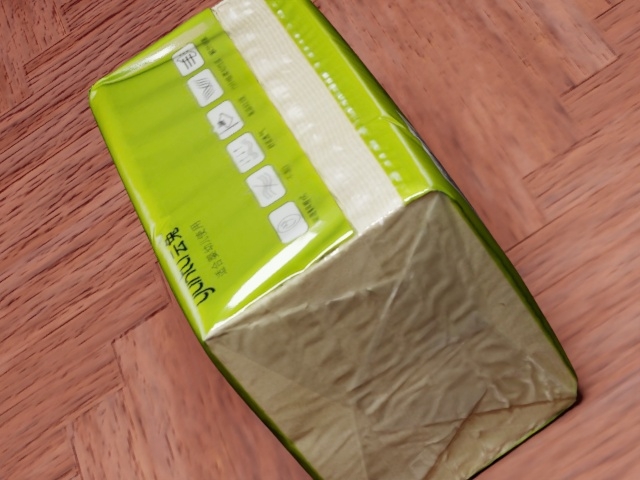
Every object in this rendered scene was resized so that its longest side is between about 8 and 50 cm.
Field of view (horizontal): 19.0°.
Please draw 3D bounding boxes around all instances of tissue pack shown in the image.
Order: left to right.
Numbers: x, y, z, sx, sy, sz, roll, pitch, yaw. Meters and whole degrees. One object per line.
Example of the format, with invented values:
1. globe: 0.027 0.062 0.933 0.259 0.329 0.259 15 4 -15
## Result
1. tissue pack: 0.000 0.000 1.132 0.167 0.200 0.274 -35 38 1
